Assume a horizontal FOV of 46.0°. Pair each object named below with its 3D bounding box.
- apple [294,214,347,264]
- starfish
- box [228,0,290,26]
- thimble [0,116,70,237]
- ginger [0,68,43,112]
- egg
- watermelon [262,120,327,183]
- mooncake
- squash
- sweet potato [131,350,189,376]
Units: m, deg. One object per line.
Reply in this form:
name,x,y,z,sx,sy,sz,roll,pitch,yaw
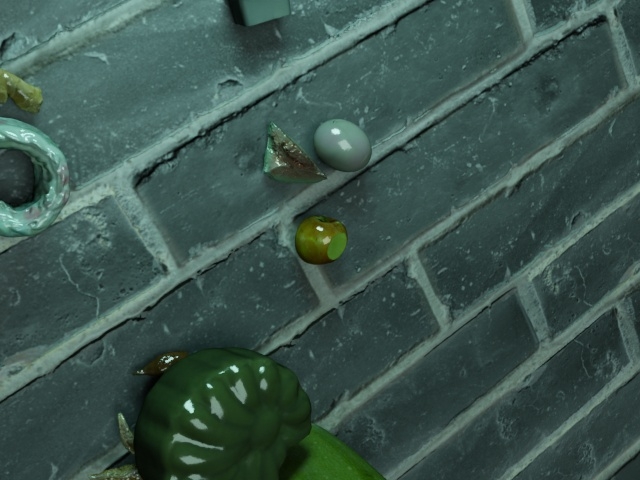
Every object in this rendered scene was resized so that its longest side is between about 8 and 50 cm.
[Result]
apple,0.000,0.000,1.600,0.114,0.099,0.102,-9,117,-51
starfish,-0.346,0.494,1.543,0.294,0.084,0.301,18,86,-32
box,-0.116,-0.458,1.446,0.122,0.084,0.069,-22,118,-19
thimble,-0.536,-0.114,1.279,0.211,0.149,0.185,34,87,-29
ginger,-0.557,-0.255,1.281,0.165,0.067,0.096,28,67,-28
egg,0.047,-0.196,1.572,0.135,0.103,0.103,28,88,-30
watermelon,-0.056,-0.158,1.555,0.155,0.080,0.101,27,98,-44
mooncake,-0.186,0.382,1.489,0.351,0.187,0.351,-4,96,-34
squash,0.026,0.575,1.584,0.263,0.384,0.263,-6,104,-27
sweet potato,-0.324,0.255,1.527,0.117,0.049,0.049,-12,107,-25
